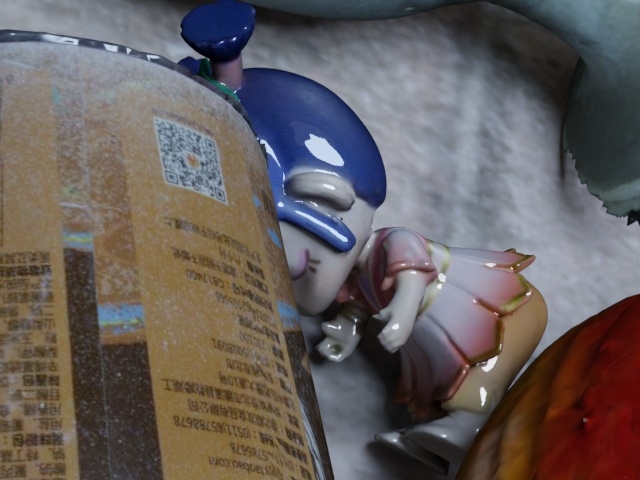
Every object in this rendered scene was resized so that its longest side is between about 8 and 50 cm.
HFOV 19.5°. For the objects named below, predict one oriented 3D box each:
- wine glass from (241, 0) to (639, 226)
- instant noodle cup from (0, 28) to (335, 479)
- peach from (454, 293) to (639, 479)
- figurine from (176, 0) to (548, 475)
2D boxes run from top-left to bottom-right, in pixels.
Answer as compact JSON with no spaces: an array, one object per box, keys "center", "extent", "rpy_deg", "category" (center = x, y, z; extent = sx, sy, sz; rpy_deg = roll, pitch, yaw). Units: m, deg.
[{"center":[0.028,-0.161,0.775],"extent":[0.357,0.190,0.190],"rpy_deg":[30,53,-18],"category":"wine glass"},{"center":[-0.091,0.069,0.565],"extent":[0.217,0.217,0.207],"rpy_deg":[10,56,-26],"category":"instant noodle cup"},{"center":[0.210,0.151,0.640],"extent":[0.372,0.372,0.290],"rpy_deg":[-21,115,-37],"category":"peach"},{"center":[0.000,0.000,0.730],"extent":[0.195,0.111,0.102],"rpy_deg":[36,69,-13],"category":"figurine"}]
